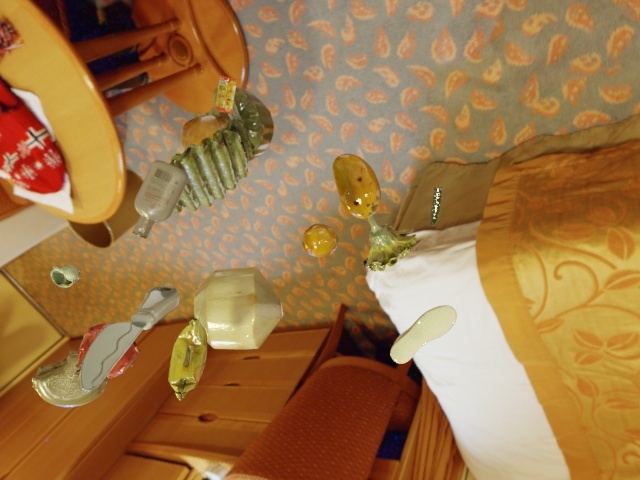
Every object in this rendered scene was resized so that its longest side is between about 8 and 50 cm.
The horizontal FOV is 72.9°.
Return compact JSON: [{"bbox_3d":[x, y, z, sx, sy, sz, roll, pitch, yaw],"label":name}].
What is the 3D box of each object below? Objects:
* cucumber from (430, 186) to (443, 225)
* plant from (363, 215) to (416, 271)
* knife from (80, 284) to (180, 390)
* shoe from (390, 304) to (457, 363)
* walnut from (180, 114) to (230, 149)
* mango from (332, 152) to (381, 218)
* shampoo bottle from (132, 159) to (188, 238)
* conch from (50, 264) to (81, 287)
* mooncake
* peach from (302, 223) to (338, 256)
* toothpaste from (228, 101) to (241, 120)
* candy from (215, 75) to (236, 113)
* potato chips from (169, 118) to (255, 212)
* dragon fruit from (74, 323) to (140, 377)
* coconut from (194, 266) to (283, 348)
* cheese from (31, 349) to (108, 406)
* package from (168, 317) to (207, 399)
[{"bbox_3d":[0.380,-0.109,1.420,0.032,0.032,0.132,12,114,24],"label":"cucumber"},{"bbox_3d":[0.264,0.012,1.952,0.297,0.261,0.306,23,-174,-31],"label":"plant"},{"bbox_3d":[-0.359,0.166,0.808,0.080,0.331,0.044,10,110,4],"label":"knife"},{"bbox_3d":[0.344,0.312,1.483,0.265,0.110,0.095,-39,81,1],"label":"shoe"},{"bbox_3d":[-0.414,-0.374,1.617,0.336,0.209,0.208,31,140,42],"label":"walnut"},{"bbox_3d":[0.091,-0.142,1.090,0.115,0.090,0.177,-29,72,47],"label":"mango"},{"bbox_3d":[-0.347,-0.084,0.919,0.080,0.165,0.040,25,174,-18],"label":"shampoo bottle"},{"bbox_3d":[-0.812,0.111,1.392,0.086,0.057,0.076,22,94,10],"label":"conch"},{"bbox_3d":[-0.391,-0.505,1.952,0.352,0.187,0.350,4,109,13],"label":"mooncake"},{"bbox_3d":[0.000,0.000,1.626,0.138,0.138,0.138,17,131,20],"label":"peach"},{"bbox_3d":[-0.327,-0.463,1.727,0.036,0.056,0.205,-22,92,50],"label":"toothpaste"},{"bbox_3d":[-0.340,-0.521,1.553,0.062,0.038,0.121,30,114,42],"label":"candy"},{"bbox_3d":[-0.361,-0.210,1.366,0.070,0.359,0.429,53,166,9],"label":"potato chips"},{"bbox_3d":[-0.548,0.299,1.091,0.153,0.111,0.152,1,113,2],"label":"dragon fruit"},{"bbox_3d":[-0.286,0.242,1.546,0.324,0.323,0.322,17,131,20],"label":"coconut"},{"bbox_3d":[-0.771,0.427,1.342,0.091,0.203,0.175,-6,89,62],"label":"cheese"},{"bbox_3d":[-0.361,0.324,1.188,0.090,0.226,0.168,12,161,-12],"label":"package"}]
